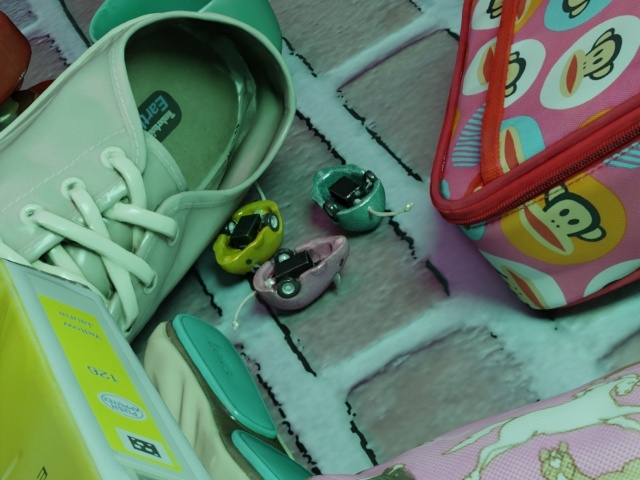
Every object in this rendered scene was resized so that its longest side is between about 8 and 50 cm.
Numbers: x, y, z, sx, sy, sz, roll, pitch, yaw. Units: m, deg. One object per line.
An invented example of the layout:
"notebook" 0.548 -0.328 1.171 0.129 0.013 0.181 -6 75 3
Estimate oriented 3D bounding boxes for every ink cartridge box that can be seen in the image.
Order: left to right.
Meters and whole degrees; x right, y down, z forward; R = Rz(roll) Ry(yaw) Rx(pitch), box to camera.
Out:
"ink cartridge box" -0.130 0.197 0.643 0.304 0.072 0.307 -64 24 9

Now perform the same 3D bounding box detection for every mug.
"mug" -0.090 -0.152 1.313 0.129 0.097 0.158 -9 35 30

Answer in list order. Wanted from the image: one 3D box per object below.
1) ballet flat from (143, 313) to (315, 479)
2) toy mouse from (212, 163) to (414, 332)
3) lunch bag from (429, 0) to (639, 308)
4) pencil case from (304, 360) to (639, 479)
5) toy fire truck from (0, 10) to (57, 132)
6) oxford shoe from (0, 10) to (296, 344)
"ballet flat" -0.046 0.125 0.908 0.086 0.086 0.248 -32 30 -5
"toy mouse" 0.000 0.000 1.082 0.143 0.031 0.161 -12 35 27
"lunch bag" 0.169 -0.101 0.993 0.258 0.120 0.293 -33 25 31
"pencil case" 0.106 0.126 0.690 0.386 0.160 0.167 -24 28 10
"toy fire truck" -0.286 -0.043 1.253 0.254 0.169 0.302 -41 33 -1
"oxford shoe" -0.155 0.010 1.039 0.130 0.169 0.449 -15 33 48
